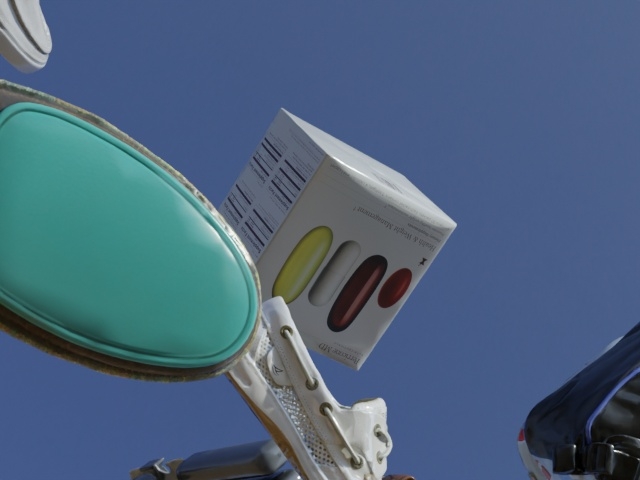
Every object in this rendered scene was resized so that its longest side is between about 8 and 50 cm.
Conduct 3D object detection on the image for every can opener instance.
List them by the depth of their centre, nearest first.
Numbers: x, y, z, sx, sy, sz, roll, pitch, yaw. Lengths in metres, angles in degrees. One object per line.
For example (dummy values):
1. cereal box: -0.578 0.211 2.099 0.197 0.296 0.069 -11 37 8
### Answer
1. can opener: -0.138 0.279 1.354 0.283 0.095 0.076 -21 -81 48

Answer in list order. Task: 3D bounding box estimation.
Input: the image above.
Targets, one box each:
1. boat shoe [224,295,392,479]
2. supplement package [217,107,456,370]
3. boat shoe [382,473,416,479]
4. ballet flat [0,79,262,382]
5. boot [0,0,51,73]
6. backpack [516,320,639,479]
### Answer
1. boat shoe: 0.019 0.169 1.056 0.096 0.098 0.277 -37 -90 -6
2. supplement package: 0.000 0.000 1.389 0.194 0.149 0.203 26 -77 -31
3. boat shoe: 0.063 0.337 1.431 0.064 0.178 0.060 46 -47 -14
4. ballet flat: -0.191 -0.028 0.609 0.348 0.123 0.123 27 -62 -24
5. boot: -0.310 -0.298 1.266 0.123 0.095 0.258 -18 -56 11
6. backpack: 0.331 0.212 1.137 0.276 0.213 0.263 -35 -86 -20
